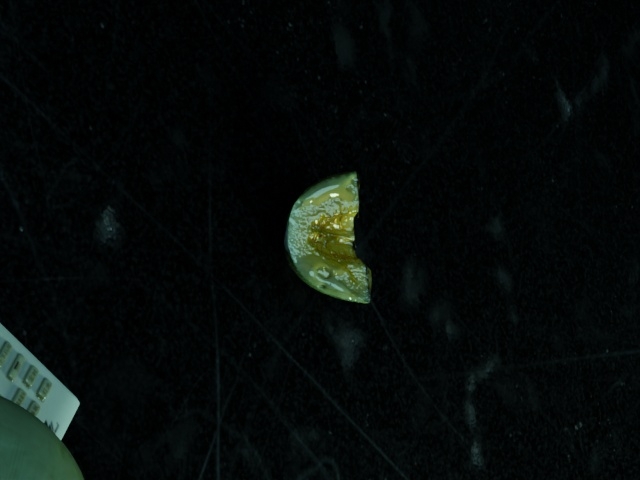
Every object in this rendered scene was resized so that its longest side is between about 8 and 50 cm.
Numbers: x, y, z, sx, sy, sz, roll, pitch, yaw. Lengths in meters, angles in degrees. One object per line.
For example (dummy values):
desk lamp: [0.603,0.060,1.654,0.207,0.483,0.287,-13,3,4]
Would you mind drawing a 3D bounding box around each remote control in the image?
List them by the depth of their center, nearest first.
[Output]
remote control: [-0.336,0.104,1.454,0.277,0.056,0.103,51,44,-30]

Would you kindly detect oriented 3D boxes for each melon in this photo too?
melon: [0.000,0.000,1.903,0.128,0.079,0.160,3,78,-33]

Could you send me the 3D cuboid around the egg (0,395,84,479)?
egg: [-0.324,0.216,1.309,0.295,0.218,0.218,38,51,-27]
